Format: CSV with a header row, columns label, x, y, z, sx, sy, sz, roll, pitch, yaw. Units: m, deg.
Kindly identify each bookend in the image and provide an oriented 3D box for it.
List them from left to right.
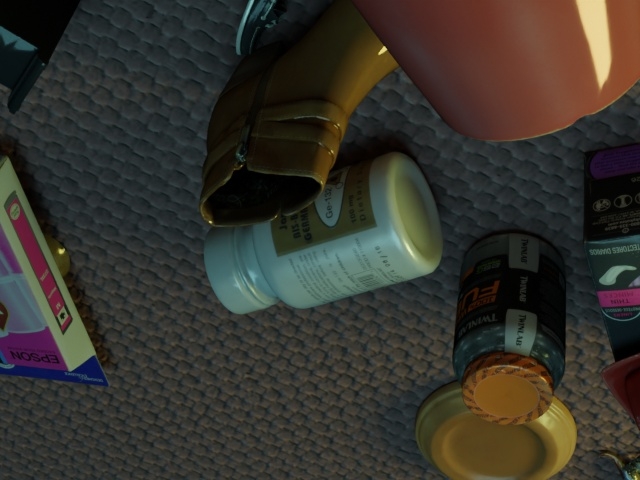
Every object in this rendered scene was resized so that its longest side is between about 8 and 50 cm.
label,x,y,z,sx,sy,sz,roll,pitch,yaw
bookend,-0.313,-0.223,1.229,0.156,0.157,0.072,30,130,-17

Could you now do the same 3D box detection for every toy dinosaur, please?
label,x,y,z,sx,sy,sz,roll,pitch,yaw
toy dinosaur,0.395,0.297,1.658,0.090,0.047,0.082,30,150,29

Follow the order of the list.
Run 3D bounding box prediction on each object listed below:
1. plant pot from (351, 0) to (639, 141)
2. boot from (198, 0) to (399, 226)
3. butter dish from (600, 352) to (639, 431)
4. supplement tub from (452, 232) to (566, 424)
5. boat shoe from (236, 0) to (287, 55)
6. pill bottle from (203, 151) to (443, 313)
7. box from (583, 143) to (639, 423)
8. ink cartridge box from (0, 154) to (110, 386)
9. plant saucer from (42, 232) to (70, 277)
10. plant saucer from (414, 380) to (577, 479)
label,x,y,z,sx,sy,sz,roll,pitch,yaw
plant pot,0.142,-0.230,1.057,0.275,0.275,0.243,-14,126,22
boot,0.007,-0.134,1.204,0.283,0.220,0.109,-20,125,26
butter dish,0.376,0.178,1.291,0.160,0.118,0.160,-25,125,29
supplement tub,0.199,0.093,1.393,0.117,0.190,0.117,5,132,6
boat shoe,-0.049,-0.225,1.254,0.038,0.046,0.125,20,124,-1
pill bottle,0.000,0.000,1.388,0.229,0.131,0.131,-17,126,24
box,0.371,0.042,1.347,0.165,0.143,0.270,-9,130,19
ink cartridge box,-0.385,0.055,1.544,0.176,0.069,0.371,4,135,22
plant saucer,-0.335,0.024,1.552,0.083,0.015,0.083,6,133,6
plant saucer,0.214,0.247,1.635,0.200,0.037,0.200,5,133,6
